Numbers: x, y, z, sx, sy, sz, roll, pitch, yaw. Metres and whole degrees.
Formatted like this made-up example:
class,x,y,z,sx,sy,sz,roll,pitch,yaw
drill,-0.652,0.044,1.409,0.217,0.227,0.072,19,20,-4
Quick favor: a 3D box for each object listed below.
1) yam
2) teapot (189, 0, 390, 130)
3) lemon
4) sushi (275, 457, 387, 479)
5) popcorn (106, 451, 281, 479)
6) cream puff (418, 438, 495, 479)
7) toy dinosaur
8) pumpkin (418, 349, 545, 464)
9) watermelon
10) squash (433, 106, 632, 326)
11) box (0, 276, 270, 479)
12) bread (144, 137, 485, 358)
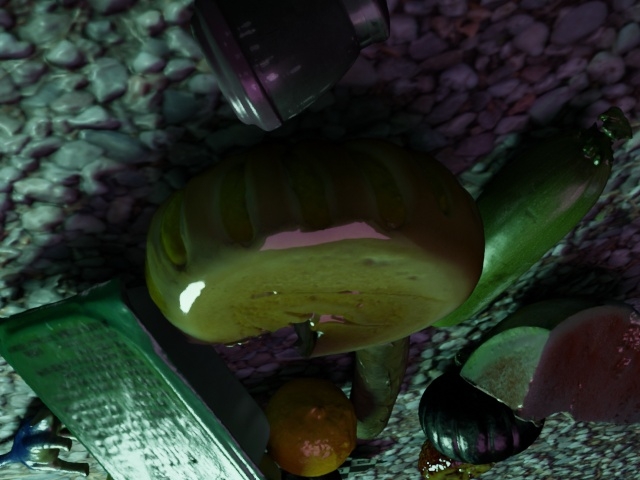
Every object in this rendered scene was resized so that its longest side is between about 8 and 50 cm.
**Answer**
class,x,y,z,sx,sy,sz,roll,pitch,yaw
yam,0.081,0.193,1.261,0.083,0.083,0.372,-9,147,-6
teapot,-0.025,-0.176,0.675,0.146,0.148,0.116,-28,-179,2
lemon,-0.015,0.274,1.282,0.142,0.142,0.187,-11,147,-4
sushi,-0.028,0.443,1.587,0.231,0.047,0.219,14,145,-34
popcorn,-0.172,0.375,1.237,0.293,0.293,0.237,21,169,-40
cream puff,0.247,0.383,1.587,0.149,0.084,0.149,-8,150,-5
toy dinosaur,-0.427,0.284,1.230,0.188,0.075,0.248,-3,152,-2
pumpkin,0.244,0.258,1.322,0.194,0.194,0.150,-4,124,-14
watermelon,0.353,0.175,1.231,0.305,0.180,0.224,12,154,-35
squash,0.207,-0.012,0.978,0.101,0.101,0.379,7,144,-28
box,-0.185,0.174,0.998,0.264,0.106,0.337,-16,118,40
bread,0.000,0.000,0.865,0.332,0.160,0.333,-7,152,-4
